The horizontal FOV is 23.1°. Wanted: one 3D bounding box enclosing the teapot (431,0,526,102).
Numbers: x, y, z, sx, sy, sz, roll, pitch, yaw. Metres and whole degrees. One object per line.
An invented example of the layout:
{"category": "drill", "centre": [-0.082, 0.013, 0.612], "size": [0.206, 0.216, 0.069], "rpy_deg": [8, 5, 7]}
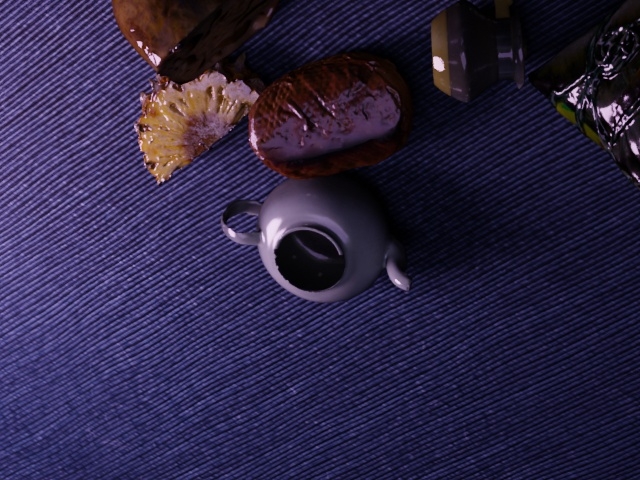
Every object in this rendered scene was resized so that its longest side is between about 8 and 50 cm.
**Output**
{"category": "teapot", "centre": [0.200, -0.259, 1.985], "size": [0.119, 0.130, 0.165], "rpy_deg": [-3, 87, 5]}

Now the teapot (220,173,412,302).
{"category": "teapot", "centre": [0.000, 0.000, 2.193], "size": [0.294, 0.129, 0.193], "rpy_deg": [14, 122, 11]}

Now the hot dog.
{"category": "hot dog", "centre": [0.015, -0.163, 2.100], "size": [0.227, 0.099, 0.160], "rpy_deg": [-11, 106, 11]}

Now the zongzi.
{"category": "zongzi", "centre": [0.494, -0.140, 1.921], "size": [0.319, 0.362, 0.383], "rpy_deg": [-36, 65, 34]}

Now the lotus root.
{"category": "lotus root", "centre": [-0.175, -0.326, 2.036], "size": [0.199, 0.188, 0.180], "rpy_deg": [-36, 80, 1]}

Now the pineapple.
{"category": "pineapple", "centre": [-0.190, -0.190, 2.184], "size": [0.135, 0.079, 0.233], "rpy_deg": [41, 119, -17]}
